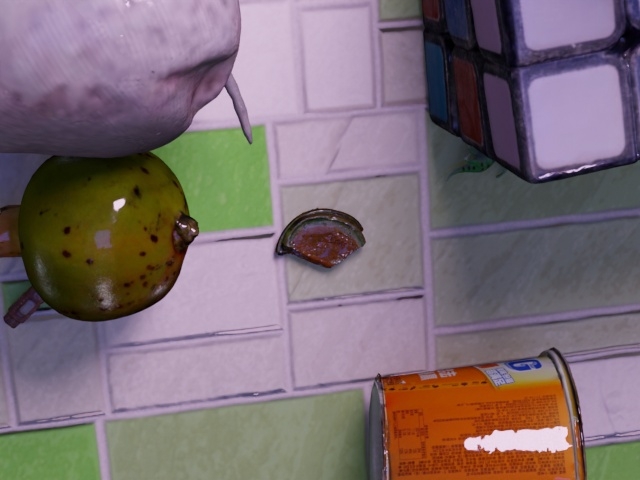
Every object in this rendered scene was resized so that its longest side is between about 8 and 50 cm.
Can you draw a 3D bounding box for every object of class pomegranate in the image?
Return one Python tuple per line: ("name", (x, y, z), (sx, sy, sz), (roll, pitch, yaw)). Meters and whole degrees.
("pomegranate", (-0.256, -0.001, 1.329), (0.246, 0.198, 0.198), (-15, 106, -17))

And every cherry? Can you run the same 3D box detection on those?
("cherry", (-0.240, -0.210, 1.200), (0.326, 0.335, 0.291), (5, 107, 31))

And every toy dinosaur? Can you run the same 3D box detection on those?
("toy dinosaur", (0.190, -0.088, 1.486), (0.062, 0.021, 0.083), (39, 93, -30))

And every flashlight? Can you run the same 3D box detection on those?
("flashlight", (-0.316, 0.057, 1.421), (0.110, 0.031, 0.052), (-45, 107, 2))

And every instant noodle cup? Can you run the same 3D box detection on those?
("instant noodle cup", (0.168, 0.267, 1.448), (0.214, 0.296, 0.296), (0, 104, -2))

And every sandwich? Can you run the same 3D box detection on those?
("sandwich", (0.004, -0.003, 1.468), (0.101, 0.026, 0.069), (14, 100, -14))

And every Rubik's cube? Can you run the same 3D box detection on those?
("Rubik's cube", (0.297, -0.282, 1.282), (0.363, 0.359, 0.362), (-9, 106, -8))
